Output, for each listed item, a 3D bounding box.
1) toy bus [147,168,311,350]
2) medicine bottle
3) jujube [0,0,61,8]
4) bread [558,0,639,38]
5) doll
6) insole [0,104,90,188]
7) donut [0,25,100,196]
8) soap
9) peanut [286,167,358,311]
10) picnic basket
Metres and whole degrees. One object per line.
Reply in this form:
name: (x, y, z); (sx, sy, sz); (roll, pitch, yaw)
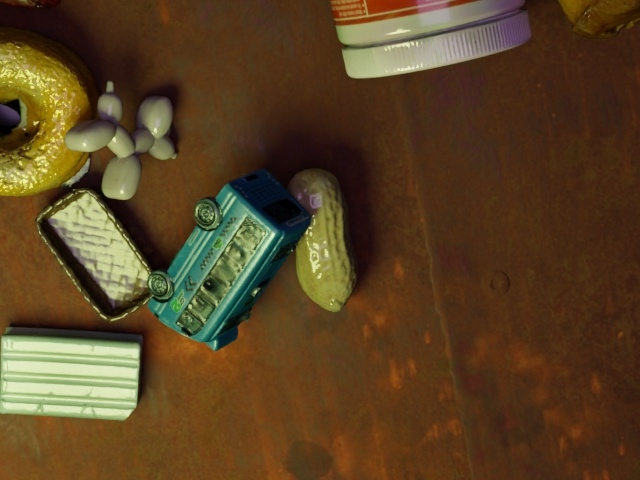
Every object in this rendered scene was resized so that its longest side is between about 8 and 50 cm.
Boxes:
toy bus: (-0.127, 0.028, 1.880); (0.134, 0.113, 0.246); (42, 119, 12)
medicine bottle: (0.131, -0.353, 1.783); (0.253, 0.252, 0.240); (-11, 101, 0)
jujube: (-0.457, -0.423, 1.753); (0.342, 0.216, 0.216); (24, 100, -26)
bread: (0.413, -0.390, 1.766); (0.312, 0.312, 0.172); (-41, 87, 6)
doll: (-0.260, -0.141, 1.877); (0.160, 0.059, 0.161); (-59, 133, -27)
insole: (-0.440, -0.210, 1.919); (0.111, 0.007, 0.328); (-39, 100, 4)
donut: (-0.425, -0.173, 1.873); (0.253, 0.118, 0.253); (-4, 105, -16)
soap: (-0.358, 0.191, 1.971); (0.198, 0.066, 0.119); (4, 103, -3)
peanut: (0.000, 0.000, 1.928); (0.090, 0.098, 0.214); (-18, 108, -25)
picnic basket: (-0.313, 0.017, 1.944); (0.110, 0.055, 0.193); (-32, 101, 6)
